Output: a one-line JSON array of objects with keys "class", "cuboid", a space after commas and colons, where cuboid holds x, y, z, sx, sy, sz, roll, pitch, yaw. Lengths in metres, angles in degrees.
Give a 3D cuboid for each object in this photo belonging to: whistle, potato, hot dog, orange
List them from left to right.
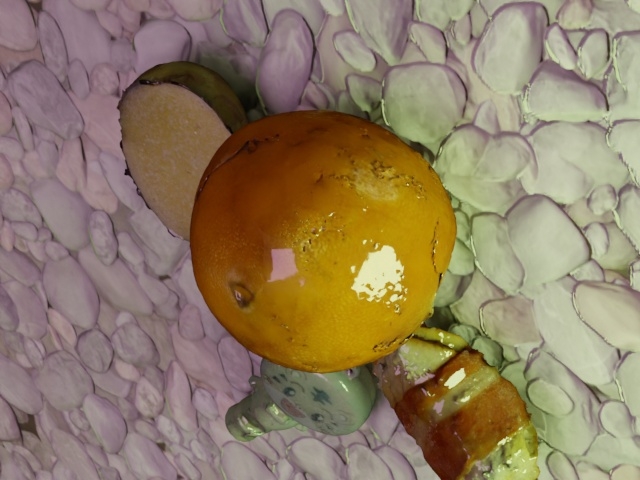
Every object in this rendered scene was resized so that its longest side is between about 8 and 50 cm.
[{"class": "potato", "cuboid": [-0.116, -0.090, 1.591, 0.164, 0.081, 0.200, 3, 123, 33]}, {"class": "whistle", "cuboid": [-0.024, 0.161, 1.697, 0.126, 0.067, 0.258, 43, 144, -9]}, {"class": "orange", "cuboid": [0.000, 0.000, 1.441, 0.240, 0.240, 0.240, 23, 131, 29]}, {"class": "hot dog", "cuboid": [0.134, 0.159, 1.530, 0.213, 0.103, 0.146, 58, 161, 7]}]
